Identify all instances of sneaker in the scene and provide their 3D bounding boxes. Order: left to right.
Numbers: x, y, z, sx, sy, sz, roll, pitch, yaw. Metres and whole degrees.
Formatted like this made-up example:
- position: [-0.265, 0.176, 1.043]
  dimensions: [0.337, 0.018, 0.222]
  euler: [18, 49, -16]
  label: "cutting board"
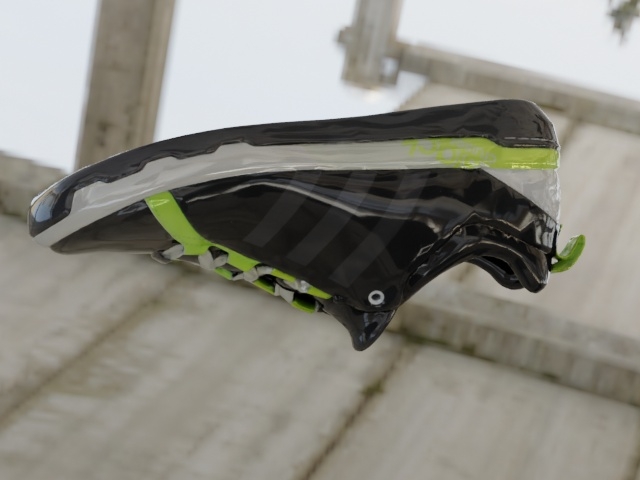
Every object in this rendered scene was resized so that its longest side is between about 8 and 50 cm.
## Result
- position: [0.000, 0.000, 0.680]
  dimensions: [0.235, 0.097, 0.084]
  euler: [-7, 180, -11]
  label: "sneaker"
